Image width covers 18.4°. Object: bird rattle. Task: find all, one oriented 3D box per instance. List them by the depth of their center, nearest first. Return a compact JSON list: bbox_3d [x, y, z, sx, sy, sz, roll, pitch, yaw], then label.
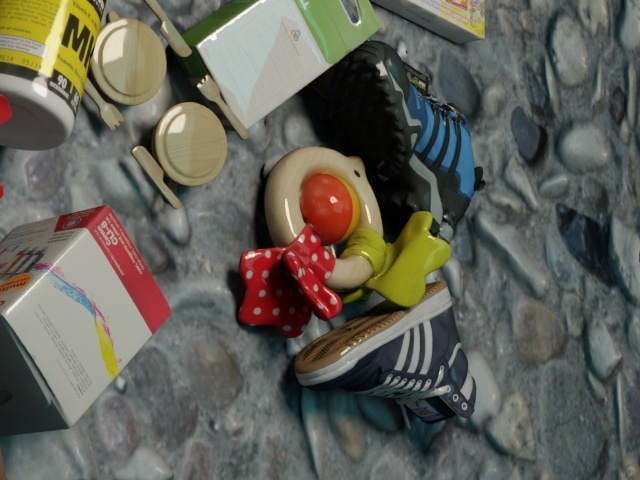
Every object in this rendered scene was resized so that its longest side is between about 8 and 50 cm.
[{"bbox_3d":[0.000,0.000,2.156,0.253,0.143,0.207,-5,74,-39],"label":"bird rattle"}]

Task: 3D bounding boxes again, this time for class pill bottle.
[{"bbox_3d":[-0.264,-0.199,1.831,0.119,0.119,0.209,36,56,-42],"label":"pill bottle"}]

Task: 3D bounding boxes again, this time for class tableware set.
[{"bbox_3d":[-0.170,-0.137,2.000,0.128,0.039,0.194,-47,114,-28],"label":"tableware set"}]

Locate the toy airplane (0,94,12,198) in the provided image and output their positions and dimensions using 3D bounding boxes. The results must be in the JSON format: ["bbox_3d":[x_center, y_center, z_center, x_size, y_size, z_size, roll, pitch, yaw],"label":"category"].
[{"bbox_3d":[-0.330,-0.062,1.746,0.151,0.151,0.028,13,30,-50],"label":"toy airplane"}]

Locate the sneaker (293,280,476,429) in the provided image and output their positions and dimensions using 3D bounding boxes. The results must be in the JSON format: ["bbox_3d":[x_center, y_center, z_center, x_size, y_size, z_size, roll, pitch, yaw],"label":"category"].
[{"bbox_3d":[0.082,0.154,2.205,0.282,0.099,0.153,-27,101,-54],"label":"sneaker"}]

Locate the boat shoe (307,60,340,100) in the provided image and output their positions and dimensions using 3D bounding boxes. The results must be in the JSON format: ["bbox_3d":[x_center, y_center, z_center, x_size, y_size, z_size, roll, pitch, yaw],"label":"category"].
[{"bbox_3d":[-0.014,-0.210,2.206,0.178,0.064,0.060,31,25,-39],"label":"boat shoe"}]

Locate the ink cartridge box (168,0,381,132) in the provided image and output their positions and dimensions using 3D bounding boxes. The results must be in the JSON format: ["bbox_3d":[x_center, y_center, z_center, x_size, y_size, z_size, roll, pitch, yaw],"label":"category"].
[{"bbox_3d":[-0.046,-0.215,2.096,0.209,0.062,0.109,-38,114,-23],"label":"ink cartridge box"}]

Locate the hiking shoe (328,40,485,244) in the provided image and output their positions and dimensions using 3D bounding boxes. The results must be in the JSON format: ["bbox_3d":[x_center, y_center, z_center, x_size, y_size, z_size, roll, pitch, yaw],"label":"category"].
[{"bbox_3d":[0.099,-0.128,2.245,0.132,0.113,0.304,-53,142,-26],"label":"hiking shoe"}]

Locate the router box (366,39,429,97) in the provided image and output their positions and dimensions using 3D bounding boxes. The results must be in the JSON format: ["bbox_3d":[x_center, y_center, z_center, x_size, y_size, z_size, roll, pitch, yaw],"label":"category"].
[{"bbox_3d":[0.076,-0.168,2.318,0.122,0.038,0.092,27,61,-45],"label":"router box"}]

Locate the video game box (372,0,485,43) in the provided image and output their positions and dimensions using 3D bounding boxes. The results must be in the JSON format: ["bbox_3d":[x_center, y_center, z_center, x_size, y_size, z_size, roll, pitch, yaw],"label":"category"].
[{"bbox_3d":[0.129,-0.358,2.422,0.205,0.048,0.187,19,65,-48],"label":"video game box"}]

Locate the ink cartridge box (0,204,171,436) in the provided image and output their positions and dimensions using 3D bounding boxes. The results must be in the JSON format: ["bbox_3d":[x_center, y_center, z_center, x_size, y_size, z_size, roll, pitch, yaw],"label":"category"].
[{"bbox_3d":[-0.250,0.075,1.779,0.176,0.128,0.127,-51,121,-45],"label":"ink cartridge box"}]

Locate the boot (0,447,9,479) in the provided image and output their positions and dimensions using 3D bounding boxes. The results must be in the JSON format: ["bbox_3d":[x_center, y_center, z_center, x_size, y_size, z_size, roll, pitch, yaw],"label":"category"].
[{"bbox_3d":[-0.341,0.172,1.670,0.115,0.112,0.305,-31,109,-39],"label":"boot"}]
